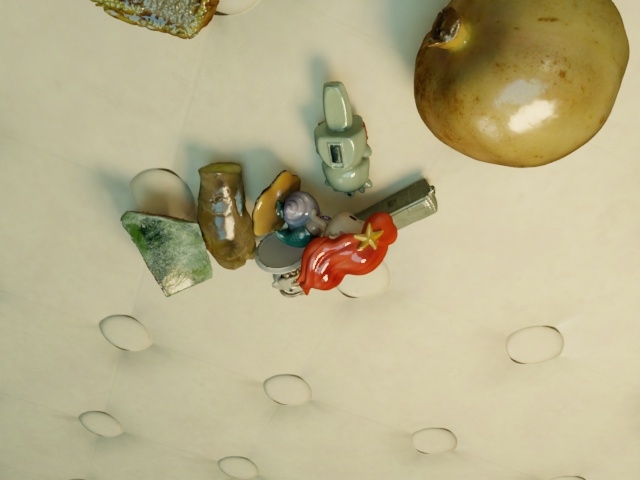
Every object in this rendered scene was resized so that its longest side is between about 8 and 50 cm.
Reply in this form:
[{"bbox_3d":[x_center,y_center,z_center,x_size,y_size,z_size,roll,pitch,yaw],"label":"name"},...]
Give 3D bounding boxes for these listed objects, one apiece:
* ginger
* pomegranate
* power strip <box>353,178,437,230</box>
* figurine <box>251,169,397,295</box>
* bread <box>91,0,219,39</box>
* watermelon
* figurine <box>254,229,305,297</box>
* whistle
[{"bbox_3d":[-0.208,-0.047,1.072,0.116,0.109,0.263,3,125,7],"label":"ginger"},{"bbox_3d":[0.287,-0.259,0.755,0.319,0.319,0.319,3,126,4],"label":"pomegranate"},{"bbox_3d":[0.129,-0.044,1.053,0.272,0.078,0.052,-28,119,23],"label":"power strip"},{"bbox_3d":[0.005,-0.002,0.984,0.257,0.208,0.181,31,154,20],"label":"figurine"},{"bbox_3d":[-0.269,-0.442,0.807,0.222,0.096,0.181,19,125,-9],"label":"bread"},{"bbox_3d":[-0.363,0.008,1.110,0.140,0.256,0.193,-25,104,-26],"label":"watermelon"},{"bbox_3d":[-0.077,0.067,1.146,0.132,0.132,0.154,-3,137,9],"label":"figurine"},{"bbox_3d":[0.041,-0.185,0.949,0.101,0.106,0.253,-16,131,-2],"label":"whistle"}]
